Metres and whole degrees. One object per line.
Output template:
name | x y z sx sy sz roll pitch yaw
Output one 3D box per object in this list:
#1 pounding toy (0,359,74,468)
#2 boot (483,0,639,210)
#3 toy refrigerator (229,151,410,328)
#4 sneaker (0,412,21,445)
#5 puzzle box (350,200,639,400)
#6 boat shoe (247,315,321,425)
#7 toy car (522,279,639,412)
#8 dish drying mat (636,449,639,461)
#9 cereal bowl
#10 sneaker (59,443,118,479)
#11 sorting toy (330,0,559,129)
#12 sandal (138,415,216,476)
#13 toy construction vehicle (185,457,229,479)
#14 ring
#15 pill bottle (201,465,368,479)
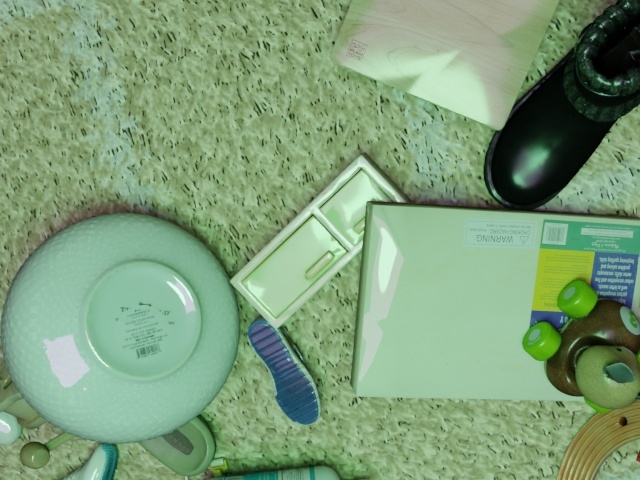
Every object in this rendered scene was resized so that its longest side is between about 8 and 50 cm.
pounding toy | -0.404 0.214 1.260 0.154 0.270 0.155 -12 142 45
boot | 0.341 -0.179 1.063 0.131 0.260 0.348 35 102 1
toy refrigerator | 0.000 0.000 1.220 0.269 0.094 0.102 -43 91 11
sneaker | -0.592 0.275 1.338 0.212 0.094 0.080 31 100 1
puzzle box | 0.254 0.091 1.168 0.408 0.052 0.272 3 99 -10
boat shoe | -0.048 0.194 1.269 0.066 0.066 0.183 -23 98 10
toy car | 0.384 0.160 1.078 0.155 0.188 0.149 39 92 -14
dish drying mat | 0.523 0.333 1.249 0.083 0.008 0.032 17 100 5
cereal bowl | -0.264 0.116 1.162 0.338 0.141 0.339 6 77 -26
sneaker | -0.407 0.420 1.342 0.092 0.087 0.229 31 99 4
sorting toy | 0.181 -0.320 1.149 0.257 0.089 0.256 23 101 4
sandal | -0.299 0.264 1.296 0.302 0.086 0.120 30 101 11
toy construction vehicle | -0.177 0.405 1.335 0.085 0.035 0.098 -9 98 8
ring | 0.468 0.383 1.139 0.032 0.336 0.337 17 104 -36
pill bottle | -0.052 0.423 1.256 0.264 0.146 0.146 -5 98 -2
